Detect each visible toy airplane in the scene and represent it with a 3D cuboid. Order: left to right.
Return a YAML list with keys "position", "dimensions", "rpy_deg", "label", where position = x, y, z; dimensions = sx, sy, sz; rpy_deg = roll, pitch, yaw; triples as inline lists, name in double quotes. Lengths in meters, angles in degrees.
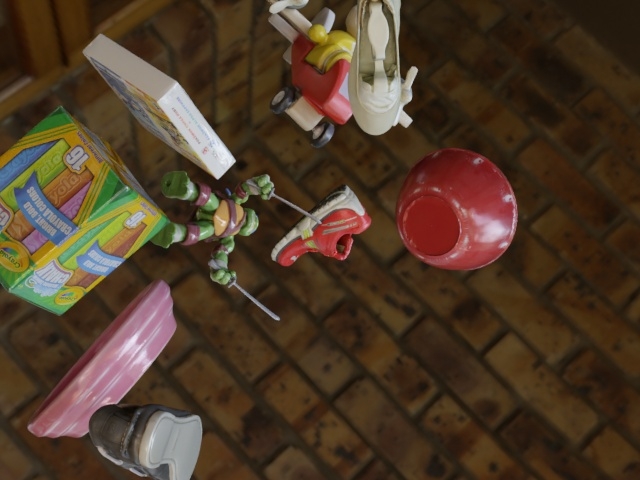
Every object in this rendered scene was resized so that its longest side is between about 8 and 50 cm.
- position: [0.029, -0.401, 2.332]
  dimensions: [0.384, 0.272, 0.386]
  rpy_deg: [57, 23, 14]
  label: "toy airplane"

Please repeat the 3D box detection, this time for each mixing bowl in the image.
- position: [0.175, -0.033, 1.560]
  dimensions: [0.181, 0.098, 0.181]
  rpy_deg: [9, -71, 27]
  label: "mixing bowl"

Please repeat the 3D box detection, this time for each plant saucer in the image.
- position: [-0.355, 0.211, 1.882]
  dimensions: [0.084, 0.332, 0.332]
  rpy_deg: [43, -19, -8]
  label: "plant saucer"

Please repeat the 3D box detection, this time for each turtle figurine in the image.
- position: [-0.160, -0.027, 2.020]
  dimensions: [0.266, 0.198, 0.274]
  rpy_deg: [11, 39, -51]
  label: "turtle figurine"

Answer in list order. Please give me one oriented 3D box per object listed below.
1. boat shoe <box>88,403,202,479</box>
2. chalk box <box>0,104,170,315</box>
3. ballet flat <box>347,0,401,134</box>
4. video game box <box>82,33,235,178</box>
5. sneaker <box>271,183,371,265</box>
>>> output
- position: [-0.248, 0.289, 1.626]
  dimensions: [0.095, 0.112, 0.335]
  rpy_deg: [16, -15, 10]
  label: "boat shoe"
- position: [-0.404, -0.018, 1.627]
  dimensions: [0.179, 0.289, 0.180]
  rpy_deg: [48, 1, 19]
  label: "chalk box"
- position: [0.085, -0.269, 1.691]
  dimensions: [0.086, 0.086, 0.248]
  rpy_deg: [27, -53, 48]
  label: "ballet flat"
- position: [-0.236, -0.196, 1.625]
  dimensions: [0.205, 0.048, 0.187]
  rpy_deg: [35, -11, 39]
  label: "video game box"
- position: [0.000, 0.000, 2.221]
  dimensions: [0.118, 0.107, 0.279]
  rpy_deg: [48, -40, -3]
  label: "sneaker"
